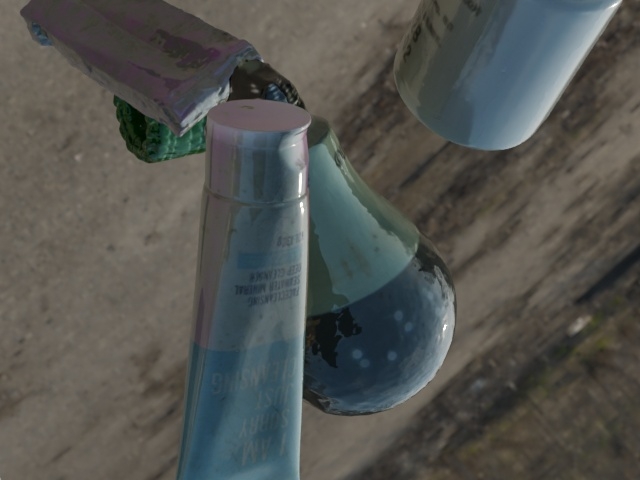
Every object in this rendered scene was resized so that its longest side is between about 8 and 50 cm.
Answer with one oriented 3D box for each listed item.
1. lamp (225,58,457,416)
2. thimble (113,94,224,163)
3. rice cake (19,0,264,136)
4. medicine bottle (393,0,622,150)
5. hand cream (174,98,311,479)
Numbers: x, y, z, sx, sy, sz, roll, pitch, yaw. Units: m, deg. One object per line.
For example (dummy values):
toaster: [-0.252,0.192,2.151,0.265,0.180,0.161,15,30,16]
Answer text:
lamp: [0.010,0.012,1.027,0.182,0.182,0.314,-35,135,-17]
thimble: [-0.157,-0.144,1.306,0.090,0.118,0.130,-14,136,-24]
rice cake: [-0.181,-0.190,1.203,0.106,0.298,0.050,-41,137,-18]
medicine bottle: [0.159,-0.197,0.974,0.144,0.144,0.252,-29,160,-33]
hand cream: [-0.051,0.063,0.860,0.111,0.070,0.312,-13,117,-31]
